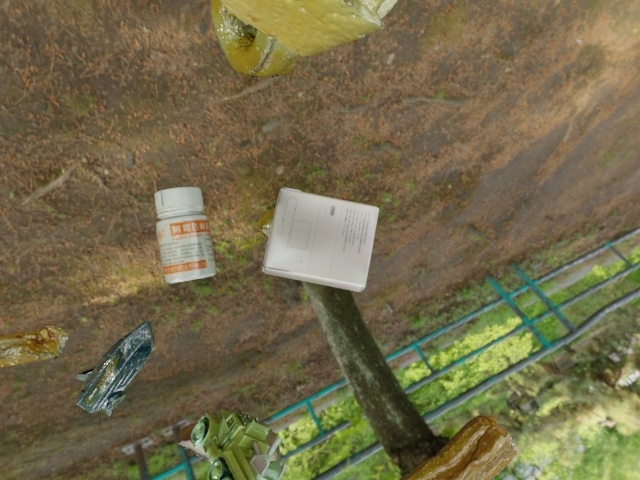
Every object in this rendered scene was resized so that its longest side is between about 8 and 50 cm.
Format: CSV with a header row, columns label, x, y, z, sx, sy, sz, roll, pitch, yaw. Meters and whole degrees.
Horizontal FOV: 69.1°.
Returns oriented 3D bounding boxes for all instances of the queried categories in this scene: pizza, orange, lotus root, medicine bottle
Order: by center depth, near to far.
label,x,y,z,sx,sy,sz,roll,pitch,yaw
pizza,-0.467,0.152,0.600,0.271,0.056,0.134,-4,171,-41
lotus root,-0.203,0.516,1.177,0.170,0.074,0.261,-37,117,21
orange,-0.126,-0.045,1.274,0.095,0.085,0.085,-20,147,-42
medicine bottle,-0.373,-0.015,1.274,0.145,0.251,0.144,-11,177,-1

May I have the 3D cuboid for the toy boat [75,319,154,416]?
label,x,y,z,sx,sy,sz,roll,pitch,yaw
toy boat,-0.415,0.251,0.957,0.246,0.103,0.093,-51,169,18

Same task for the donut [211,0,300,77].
label,x,y,z,sx,sy,sz,roll,pitch,yaw
donut,-0.139,-0.468,0.982,0.107,0.272,0.272,-33,150,-31

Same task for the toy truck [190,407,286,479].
label,x,y,z,sx,sy,sz,roll,pitch,yaw
toy truck,-0.145,0.413,0.910,0.128,0.260,0.135,38,79,-31

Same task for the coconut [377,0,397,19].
label,x,y,z,sx,sy,sz,roll,pitch,yaw
coconut,0.088,-0.717,1.220,0.239,0.244,0.239,-23,155,-11

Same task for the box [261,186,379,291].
label,x,y,z,sx,sy,sz,roll,pitch,yaw
box,0.000,0.000,1.134,0.252,0.203,0.106,11,165,0

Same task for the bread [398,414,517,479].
label,x,y,z,sx,sy,sz,roll,pitch,yaw
bread,0.231,0.431,0.846,0.271,0.077,0.139,-38,130,-4

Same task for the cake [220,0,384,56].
label,x,y,z,sx,sy,sz,roll,pitch,yaw
cake,-0.007,-0.411,0.551,0.223,0.228,0.285,23,89,-33
